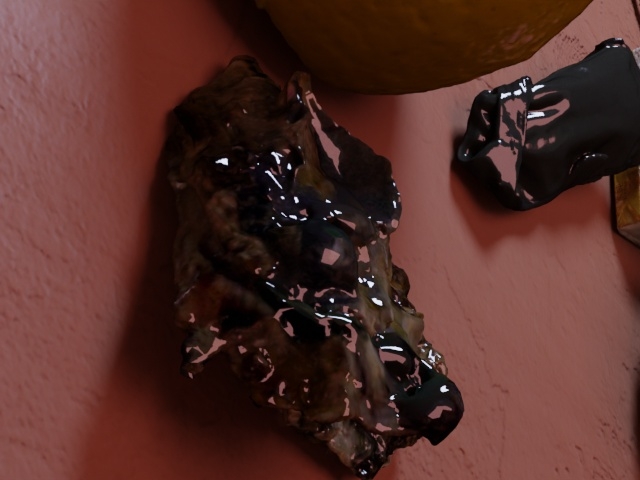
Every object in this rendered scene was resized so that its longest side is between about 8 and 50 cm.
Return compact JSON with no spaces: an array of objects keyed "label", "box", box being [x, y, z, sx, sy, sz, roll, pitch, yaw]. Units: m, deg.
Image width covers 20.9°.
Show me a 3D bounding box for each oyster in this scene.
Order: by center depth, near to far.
[{"label":"oyster","box":[0.001,-0.007,1.295,0.221,0.096,0.361,25,38,-28]},{"label":"oyster","box":[0.027,0.075,1.386,0.214,0.083,0.222,31,44,-44]}]

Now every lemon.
[{"label":"lemon","box":[0.111,-0.310,1.455,0.364,0.364,0.364,27,54,-43]}]

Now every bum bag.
[{"label":"bum bag","box":[0.242,-0.117,1.742,0.326,0.080,0.142,-19,101,-45]}]

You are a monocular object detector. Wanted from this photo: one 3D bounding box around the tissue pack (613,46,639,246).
[{"label":"tissue pack","box":[0.404,-0.088,1.936,0.183,0.092,0.226,29,51,-42]}]
